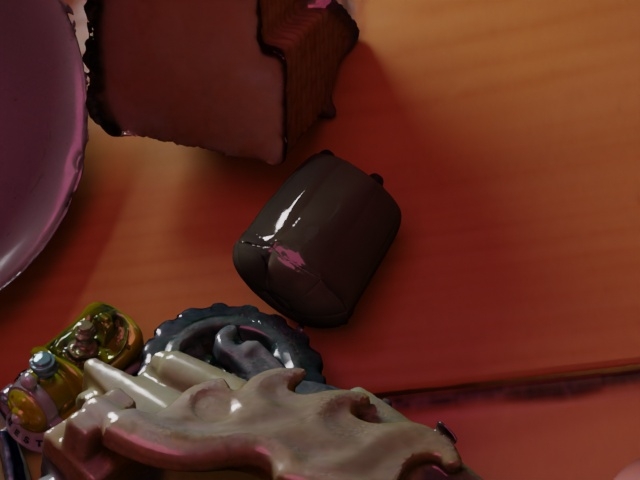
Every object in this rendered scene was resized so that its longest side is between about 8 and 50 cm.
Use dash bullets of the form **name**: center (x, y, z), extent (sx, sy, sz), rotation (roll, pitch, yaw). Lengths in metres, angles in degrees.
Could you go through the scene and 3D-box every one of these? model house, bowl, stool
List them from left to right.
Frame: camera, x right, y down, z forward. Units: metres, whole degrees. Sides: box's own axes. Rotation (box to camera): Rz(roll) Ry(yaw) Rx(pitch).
- **bowl**: center (-0.360, -0.096, 1.031), extent (0.157, 0.345, 0.345), rotation (-7, 55, 60)
- **model house**: center (-0.063, -0.178, 1.020), extent (0.167, 0.182, 0.172), rotation (13, 32, 21)
- **stool**: center (0.000, 0.000, 0.965), extent (0.096, 0.096, 0.110), rotation (26, 70, 23)

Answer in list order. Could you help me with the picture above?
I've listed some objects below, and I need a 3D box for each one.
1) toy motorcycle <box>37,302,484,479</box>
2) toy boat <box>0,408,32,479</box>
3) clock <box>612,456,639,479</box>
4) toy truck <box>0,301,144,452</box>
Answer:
- **toy motorcycle**: center (-0.007, 0.193, 0.824), extent (0.237, 0.168, 0.410), rotation (-23, 50, -35)
- **toy boat**: center (-0.258, 0.199, 0.928), extent (0.114, 0.115, 0.262), rotation (-12, 65, 9)
- **clock**: center (0.238, 0.210, 0.734), extent (0.142, 0.227, 0.241), rotation (-19, 60, 22)
- **toy truck**: center (-0.173, 0.093, 0.962), extent (0.076, 0.077, 0.111), rotation (29, 49, 21)
